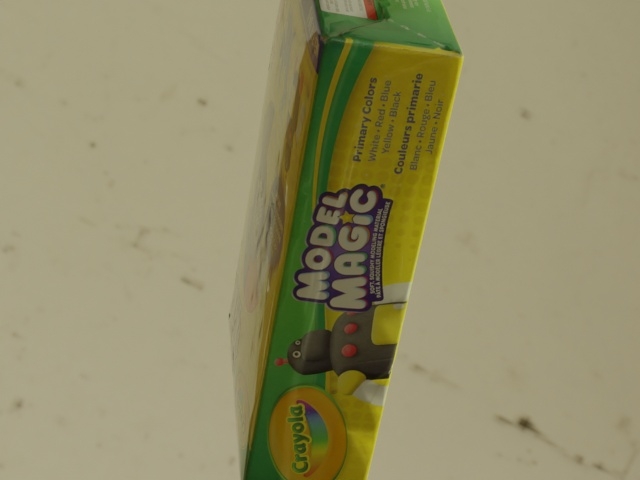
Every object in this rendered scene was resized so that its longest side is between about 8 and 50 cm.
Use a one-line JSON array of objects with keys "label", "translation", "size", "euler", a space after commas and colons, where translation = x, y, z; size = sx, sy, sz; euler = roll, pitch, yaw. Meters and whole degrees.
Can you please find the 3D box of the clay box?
[{"label": "clay box", "translation": [0.000, 0.000, 0.608], "size": [0.127, 0.053, 0.222], "euler": [-100, -161, -59]}]
